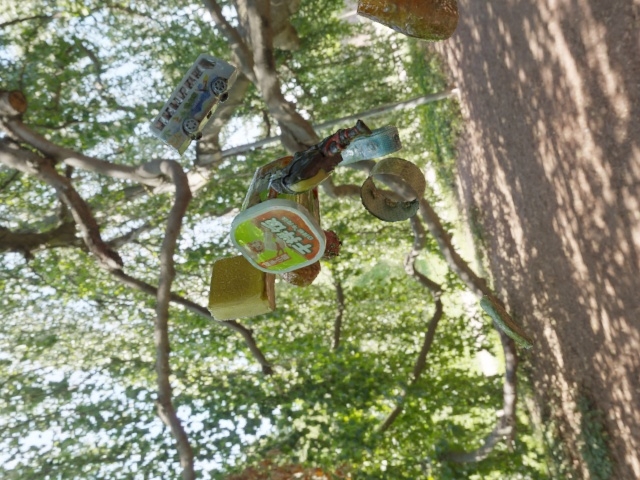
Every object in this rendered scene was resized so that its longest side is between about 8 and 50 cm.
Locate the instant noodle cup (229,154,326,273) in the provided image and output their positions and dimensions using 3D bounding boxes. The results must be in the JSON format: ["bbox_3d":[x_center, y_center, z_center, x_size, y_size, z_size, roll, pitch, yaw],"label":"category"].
[{"bbox_3d":[-0.121,-0.100,1.465,0.308,0.293,0.294,-86,-21,-46],"label":"instant noodle cup"}]

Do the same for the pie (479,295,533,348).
[{"bbox_3d":[0.521,0.230,1.278,0.187,0.041,0.187,41,-167,-12],"label":"pie"}]

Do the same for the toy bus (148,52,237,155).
[{"bbox_3d":[-0.400,-0.437,1.446,0.136,0.330,0.109,33,174,-6],"label":"toy bus"}]

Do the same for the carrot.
[{"bbox_3d":[0.255,-0.665,1.323,0.138,0.301,0.139,-173,90,-81],"label":"carrot"}]

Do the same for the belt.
[{"bbox_3d":[0.075,-0.238,1.200,0.087,0.302,0.072,-41,-64,-44],"label":"belt"}]

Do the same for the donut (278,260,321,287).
[{"bbox_3d":[-0.105,0.110,2.060,0.226,0.114,0.227,27,-152,-16],"label":"donut"}]

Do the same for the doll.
[{"bbox_3d":[0.002,-0.175,0.995,0.088,0.248,0.127,59,-172,16],"label":"doll"}]

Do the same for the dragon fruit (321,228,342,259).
[{"bbox_3d":[0.001,0.000,2.234,0.135,0.235,0.137,-55,-17,-26],"label":"dragon fruit"}]

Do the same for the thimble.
[{"bbox_3d":[0.322,-0.225,2.009,0.150,0.270,0.271,-58,-41,-41],"label":"thimble"}]

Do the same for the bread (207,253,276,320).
[{"bbox_3d":[-0.391,0.225,2.294,0.143,0.332,0.324,62,-158,-50],"label":"bread"}]
